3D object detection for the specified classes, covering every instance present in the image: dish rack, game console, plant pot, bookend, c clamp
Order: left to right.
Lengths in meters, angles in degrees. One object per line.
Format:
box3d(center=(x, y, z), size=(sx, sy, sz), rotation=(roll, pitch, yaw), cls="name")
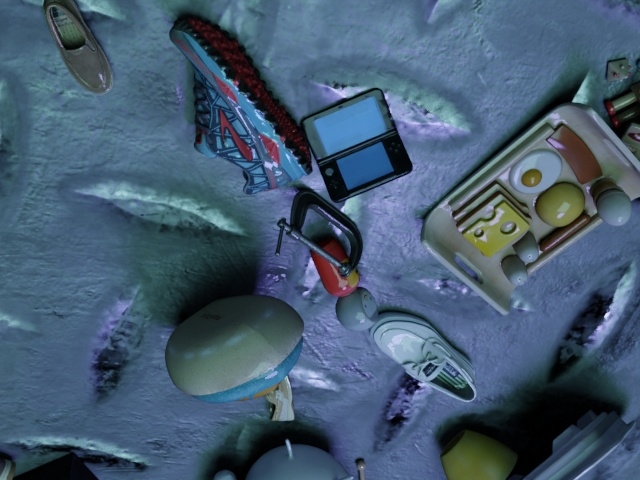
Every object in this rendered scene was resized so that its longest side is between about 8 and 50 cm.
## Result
box3d(center=(-0.451, 0.462, 1.404), size=(0.157, 0.072, 0.156), rotation=(-23, 124, 5), cls="bookend")
box3d(center=(0.000, 0.000, 1.159), size=(0.160, 0.137, 0.022), rotation=(31, 137, -32), cls="c clamp")
box3d(center=(0.050, -0.127, 1.117), size=(0.122, 0.107, 0.071), rotation=(-22, 152, 5), cls="game console")
box3d(center=(0.272, 0.397, 1.474), size=(0.095, 0.134, 0.134), rotation=(44, 110, 5), cls="plant pot")
box3d(center=(0.402, 0.419, 1.472), size=(0.333, 0.072, 0.285), rotation=(-48, 159, 20), cls="dish rack")

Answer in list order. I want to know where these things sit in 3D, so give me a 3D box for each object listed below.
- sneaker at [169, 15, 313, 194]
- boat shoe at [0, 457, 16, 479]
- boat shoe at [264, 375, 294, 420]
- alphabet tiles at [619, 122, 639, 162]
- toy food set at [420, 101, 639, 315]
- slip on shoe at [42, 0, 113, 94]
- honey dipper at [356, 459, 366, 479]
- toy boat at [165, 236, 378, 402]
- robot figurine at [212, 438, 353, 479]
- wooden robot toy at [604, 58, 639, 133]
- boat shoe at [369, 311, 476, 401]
box3d(center=(-0.122, -0.157, 1.044), size=(0.125, 0.104, 0.262), rotation=(-28, 119, 16), cls="sneaker")
box3d(center=(-0.600, 0.428, 1.355), size=(0.223, 0.080, 0.073), rotation=(-42, 115, 10), cls="boat shoe")
box3d(center=(-0.071, 0.250, 1.350), size=(0.045, 0.050, 0.135), rotation=(-12, 124, -9), cls="boat shoe")
box3d(center=(0.537, -0.100, 1.174), size=(0.237, 0.009, 0.198), rotation=(18, 154, 5), cls="alphabet tiles")
box3d(center=(0.326, -0.033, 1.204), size=(0.306, 0.092, 0.220), rotation=(-41, 121, 22), cls="toy food set")
box3d(center=(-0.294, -0.234, 0.998), size=(0.051, 0.041, 0.135), rotation=(-17, 124, 0), cls="slip on shoe")
box3d(center=(0.081, 0.473, 1.537), size=(0.030, 0.030, 0.161), rotation=(-10, 122, -4), cls="honey dipper")
box3d(center=(-0.060, 0.133, 1.180), size=(0.318, 0.267, 0.148), rotation=(-34, 104, -21), cls="toy boat")
box3d(center=(-0.058, 0.497, 1.424), size=(0.300, 0.200, 0.353), rotation=(21, 119, -1), cls="robot figurine")
box3d(center=(0.456, -0.175, 1.155), size=(0.076, 0.079, 0.173), rotation=(-32, 122, 10), cls="wooden robot toy")
box3d(center=(0.178, 0.191, 1.343), size=(0.226, 0.076, 0.083), rotation=(29, 113, -25), cls="boat shoe")
